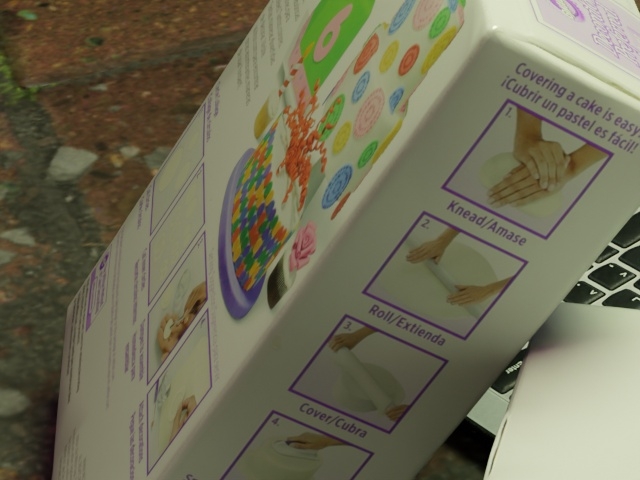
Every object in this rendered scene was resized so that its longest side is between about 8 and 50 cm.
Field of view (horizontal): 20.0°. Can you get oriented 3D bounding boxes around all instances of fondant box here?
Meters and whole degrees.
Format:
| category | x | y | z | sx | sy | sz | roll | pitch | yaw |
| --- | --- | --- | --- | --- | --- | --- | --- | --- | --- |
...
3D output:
| category | x | y | z | sx | sy | sz | roll | pitch | yaw |
| --- | --- | --- | --- | --- | --- | --- | --- | --- | --- |
| fondant box | 0.000 | 0.000 | 0.775 | 0.096 | 0.330 | 0.238 | 25 | 29 | -19 |

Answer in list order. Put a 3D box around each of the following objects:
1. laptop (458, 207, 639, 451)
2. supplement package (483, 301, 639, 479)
| category | x | y | z | sx | sy | sz | roll | pitch | yaw |
| --- | --- | --- | --- | --- | --- | --- | --- | --- | --- |
| laptop | 0.223 | -0.064 | 0.904 | 0.382 | 0.236 | 0.408 | -27 | 39 | -29 |
| supplement package | 0.205 | 0.152 | 0.639 | 0.293 | 0.175 | 0.177 | 6 | 38 | 17 |
